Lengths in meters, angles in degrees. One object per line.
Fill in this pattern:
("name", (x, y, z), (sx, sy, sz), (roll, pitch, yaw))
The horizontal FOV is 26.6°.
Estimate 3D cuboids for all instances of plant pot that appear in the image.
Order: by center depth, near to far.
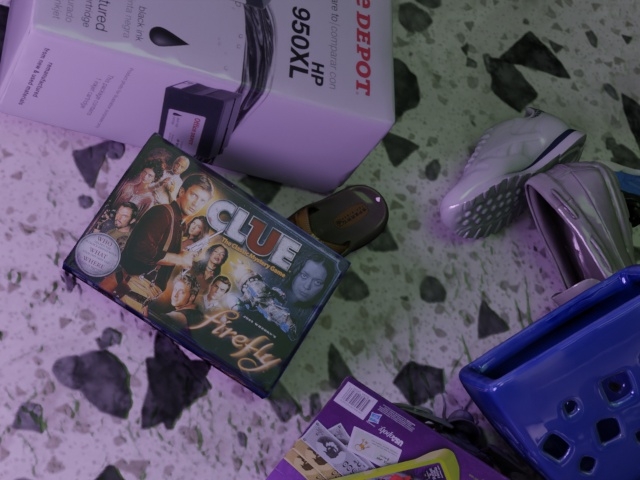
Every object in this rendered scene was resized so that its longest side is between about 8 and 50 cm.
("plant pot", (0.301, 0.169, 1.366), (0.236, 0.236, 0.212), (-32, 90, -2))

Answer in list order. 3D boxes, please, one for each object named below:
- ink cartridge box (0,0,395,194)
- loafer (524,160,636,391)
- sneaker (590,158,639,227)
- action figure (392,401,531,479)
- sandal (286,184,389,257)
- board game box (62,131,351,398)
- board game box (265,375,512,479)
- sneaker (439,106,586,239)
("ink cartridge box", (-0.125, -0.246, 1.468), (0.395, 0.166, 0.285), (13, 59, -22))
("loafer", (0.315, 0.065, 1.540), (0.111, 0.112, 0.319), (-11, 73, -22))
("sneaker", (0.400, -0.048, 1.676), (0.152, 0.058, 0.085), (9, 54, -16))
("action figure", (0.112, 0.280, 1.339), (0.185, 0.099, 0.285), (21, 52, -5))
("sandal", (0.000, 0.000, 1.460), (0.219, 0.060, 0.090), (-33, 80, -33))
("board game box", (-0.114, 0.025, 1.371), (0.243, 0.042, 0.165), (33, 75, -5))
("board game box", (0.104, 0.296, 1.239), (0.347, 0.056, 0.208), (32, 61, 21))
("sneaker", (0.211, -0.083, 1.605), (0.235, 0.090, 0.095), (-31, 60, -35))
